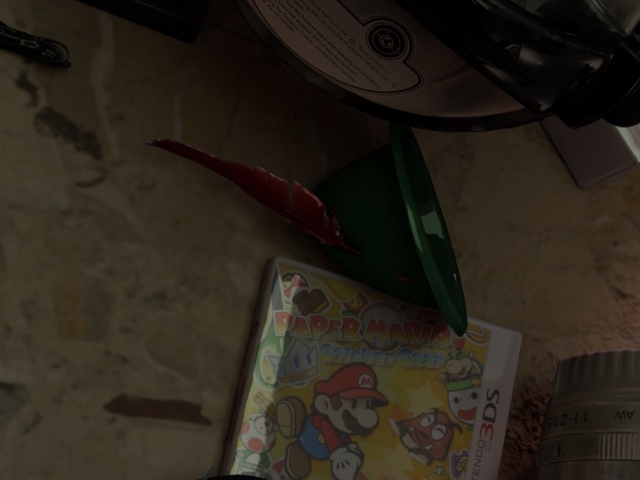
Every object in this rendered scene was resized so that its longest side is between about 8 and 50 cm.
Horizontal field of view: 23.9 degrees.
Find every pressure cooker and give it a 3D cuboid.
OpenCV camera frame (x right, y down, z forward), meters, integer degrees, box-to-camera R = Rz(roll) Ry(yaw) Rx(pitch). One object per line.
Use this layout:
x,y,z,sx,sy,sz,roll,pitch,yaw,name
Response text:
0.108,-0.287,1.069,0.370,0.375,0.420,9,36,17,pressure cooker

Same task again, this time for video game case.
0.042,0.141,1.197,0.227,0.026,0.206,18,72,-18,video game case

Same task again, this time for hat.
0.000,0.000,1.200,0.184,0.173,0.208,-17,86,10,hat

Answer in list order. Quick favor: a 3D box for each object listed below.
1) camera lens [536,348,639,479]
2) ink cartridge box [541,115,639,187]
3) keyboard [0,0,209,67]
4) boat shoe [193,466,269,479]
0.273,0.237,1.164,0.219,0.219,0.274,12,74,-20,camera lens
0.287,-0.167,1.330,0.212,0.093,0.154,-31,91,-27,ink cartridge box
-0.235,-0.231,1.163,0.317,0.033,0.201,20,72,-17,keyboard
-0.131,0.240,1.057,0.258,0.089,0.109,-23,91,-19,boat shoe
